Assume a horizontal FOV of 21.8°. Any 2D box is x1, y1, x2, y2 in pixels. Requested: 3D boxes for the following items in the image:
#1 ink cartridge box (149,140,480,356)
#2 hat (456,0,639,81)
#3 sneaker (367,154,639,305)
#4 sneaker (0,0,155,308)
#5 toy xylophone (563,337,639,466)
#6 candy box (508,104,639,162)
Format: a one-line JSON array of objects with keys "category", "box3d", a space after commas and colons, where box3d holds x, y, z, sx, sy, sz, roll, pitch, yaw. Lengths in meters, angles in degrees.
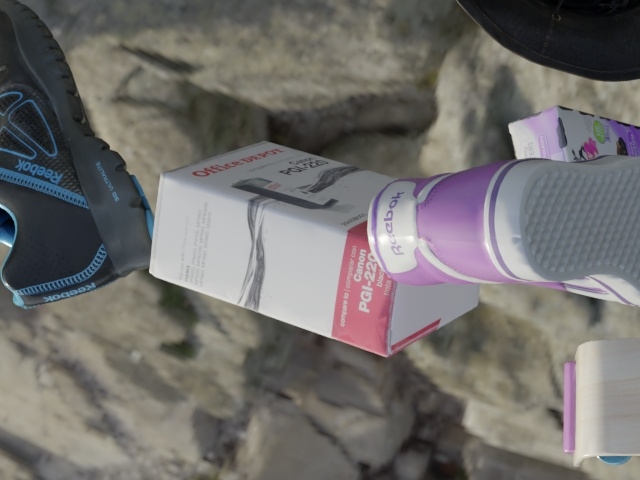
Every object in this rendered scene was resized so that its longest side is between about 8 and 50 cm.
[{"category": "ink cartridge box", "box3d": [0.000, 0.000, 1.294, 0.218, 0.158, 0.092, 16, 110, 27]}, {"category": "hat", "box3d": [0.259, -0.313, 1.761, 0.331, 0.331, 0.134, 29, 170, -9]}, {"category": "sneaker", "box3d": [0.141, -0.008, 1.143, 0.161, 0.102, 0.282, -5, 169, 38]}, {"category": "sneaker", "box3d": [-0.260, -0.086, 1.437, 0.139, 0.341, 0.125, -27, 141, -8]}, {"category": "toy xylophone", "box3d": [0.389, 0.128, 1.607, 0.322, 0.236, 0.081, 6, 166, 22]}, {"category": "candy box", "box3d": [0.305, -0.051, 1.855, 0.070, 0.165, 0.196, -20, 162, 39]}]
